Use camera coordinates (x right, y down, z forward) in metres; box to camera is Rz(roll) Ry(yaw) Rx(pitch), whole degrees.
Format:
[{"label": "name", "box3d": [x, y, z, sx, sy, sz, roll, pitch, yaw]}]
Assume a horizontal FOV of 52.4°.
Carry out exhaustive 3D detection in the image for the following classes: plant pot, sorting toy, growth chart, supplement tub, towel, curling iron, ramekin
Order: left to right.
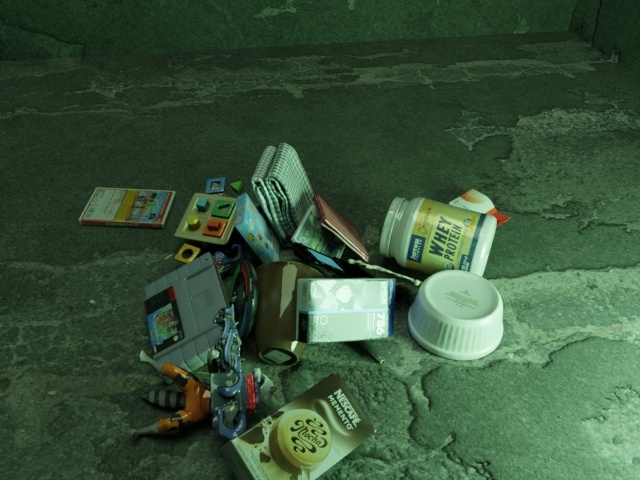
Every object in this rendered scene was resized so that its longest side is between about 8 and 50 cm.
[{"label": "sorting toy", "box3d": [-0.353, -0.076, 2.044, 0.196, 0.047, 0.347, 6, 56, 18]}, {"label": "plant pot", "box3d": [-0.097, 0.210, 1.745, 0.215, 0.215, 0.230, 6, 54, 4]}, {"label": "towel", "box3d": [-0.108, -0.149, 2.117, 0.121, 0.283, 0.235, -14, 33, 17]}, {"label": "towel", "box3d": [0.060, -0.044, 2.059, 0.199, 0.031, 0.275, 41, 11, -19]}, {"label": "curling iron", "box3d": [0.099, 0.245, 1.823, 0.068, 0.035, 0.274, -17, 41, -23]}, {"label": "growth chart", "box3d": [0.194, 0.094, 1.919, 0.237, 0.021, 0.172, 17, -1, 22]}, {"label": "supplement tub", "box3d": [0.361, -0.004, 2.008, 0.316, 0.228, 0.228, 16, 39, 16]}, {"label": "ramekin", "box3d": [0.387, 0.196, 1.831, 0.273, 0.127, 0.273, 2, 37, -2]}]

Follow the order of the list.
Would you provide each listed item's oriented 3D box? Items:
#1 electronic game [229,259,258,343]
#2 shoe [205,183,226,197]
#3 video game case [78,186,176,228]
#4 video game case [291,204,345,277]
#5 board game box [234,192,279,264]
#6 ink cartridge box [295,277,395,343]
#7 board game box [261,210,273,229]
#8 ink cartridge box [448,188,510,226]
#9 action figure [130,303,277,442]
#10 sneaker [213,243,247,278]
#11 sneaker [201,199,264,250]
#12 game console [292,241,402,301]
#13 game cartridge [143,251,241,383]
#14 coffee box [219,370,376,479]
[{"label": "electronic game", "box3d": [-0.214, 0.165, 1.751, 0.048, 0.229, 0.229, 6, 35, -19]}, {"label": "shoe", "box3d": [-0.333, -0.100, 2.218, 0.076, 0.058, 0.219, -16, 59, -17]}, {"label": "video game case", "box3d": [-0.663, -0.115, 2.252, 0.285, 0.025, 0.204, 3, 37, 0]}, {"label": "video game case", "box3d": [0.000, 0.000, 2.059, 0.173, 0.022, 0.190, 45, 38, -15]}, {"label": "board game box", "box3d": [-0.192, -0.023, 2.020, 0.039, 0.211, 0.160, -23, 35, 14]}, {"label": "ink cartridge box", "box3d": [0.089, 0.181, 1.720, 0.333, 0.165, 0.065, 1, -1, -35]}, {"label": "board game box", "box3d": [-0.181, -0.057, 2.155, 0.020, 0.090, 0.090, 17, 39, 21]}, {"label": "ink cartridge box", "box3d": [0.564, -0.107, 2.309, 0.145, 0.045, 0.179, -28, 45, -34]}, {"label": "action figure", "box3d": [-0.271, 0.335, 1.572, 0.330, 0.178, 0.341, 4, 64, -6]}, {"label": "sneaker", "box3d": [-0.317, 0.075, 1.975, 0.083, 0.087, 0.221, 29, 44, 31]}, {"label": "sneaker", "box3d": [-0.295, -0.084, 2.116, 0.262, 0.104, 0.125, -34, 73, -25]}, {"label": "game console", "box3d": [0.067, 0.088, 1.848, 0.361, 0.044, 0.213, 24, 6, -46]}, {"label": "game cartridge", "box3d": [-0.361, 0.199, 1.768, 0.230, 0.068, 0.355, -26, 42, -3]}, {"label": "coffee box", "box3d": [-0.048, 0.443, 1.438, 0.297, 0.119, 0.168, -28, 76, -33]}]
